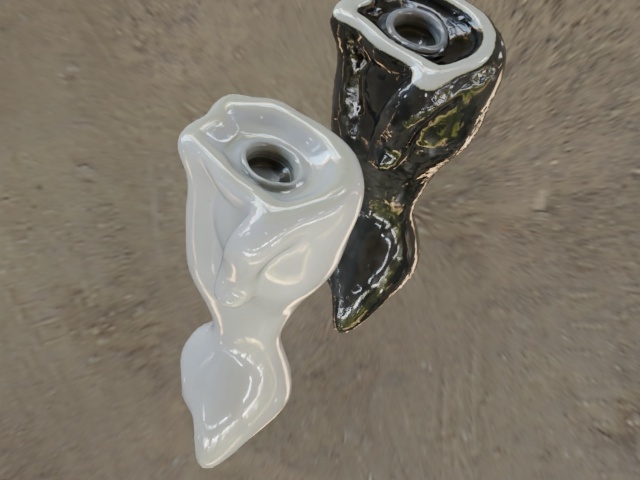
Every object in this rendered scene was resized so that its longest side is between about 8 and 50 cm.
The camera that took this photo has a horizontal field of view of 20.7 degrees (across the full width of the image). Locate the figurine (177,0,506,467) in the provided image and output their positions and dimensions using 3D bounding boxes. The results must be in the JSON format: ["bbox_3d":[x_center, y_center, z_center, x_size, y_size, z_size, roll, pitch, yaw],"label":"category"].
[{"bbox_3d":[0.000,0.000,0.920,0.092,0.209,0.215,30,48,19],"label":"figurine"}]
